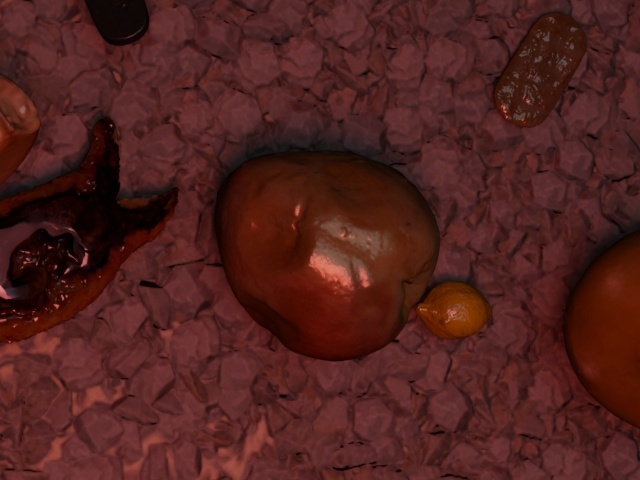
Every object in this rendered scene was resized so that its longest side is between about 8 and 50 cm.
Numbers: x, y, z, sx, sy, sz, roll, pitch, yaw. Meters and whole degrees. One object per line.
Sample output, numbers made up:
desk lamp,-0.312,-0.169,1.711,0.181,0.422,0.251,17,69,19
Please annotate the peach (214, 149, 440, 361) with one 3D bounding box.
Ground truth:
peach,0.000,0.000,1.417,0.235,0.214,0.214,35,77,7

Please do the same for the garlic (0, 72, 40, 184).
garlic,-0.380,-0.069,1.323,0.245,0.164,0.145,-41,114,-9

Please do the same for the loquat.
loquat,0.373,0.095,1.491,0.235,0.235,0.235,1,86,-16

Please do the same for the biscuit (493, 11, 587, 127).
biscuit,0.247,-0.191,1.584,0.071,0.018,0.147,36,78,-12

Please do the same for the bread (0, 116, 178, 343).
bread,-0.265,0.003,1.394,0.269,0.095,0.139,-42,100,-30

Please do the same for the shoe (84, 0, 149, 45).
shoe,-0.217,-0.270,1.441,0.071,0.049,0.179,-19,70,-3

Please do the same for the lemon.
lemon,0.141,0.075,1.510,0.092,0.065,0.065,1,86,-25
